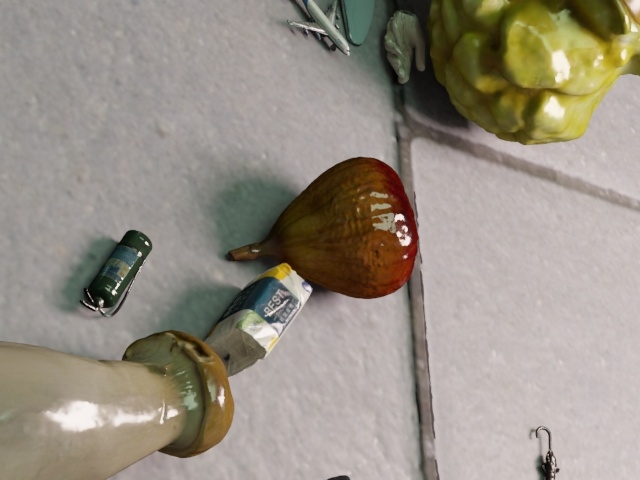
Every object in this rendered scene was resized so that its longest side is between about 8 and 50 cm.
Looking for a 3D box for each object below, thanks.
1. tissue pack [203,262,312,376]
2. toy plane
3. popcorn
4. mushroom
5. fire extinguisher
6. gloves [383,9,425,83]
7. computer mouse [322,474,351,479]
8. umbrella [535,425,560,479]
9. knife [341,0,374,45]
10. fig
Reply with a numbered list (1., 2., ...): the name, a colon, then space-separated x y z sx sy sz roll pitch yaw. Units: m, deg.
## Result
1. tissue pack: -0.051 0.062 1.305 0.042 0.062 0.083 47 47 -13
2. toy plane: 0.000 -0.204 1.523 0.078 0.024 0.084 -35 96 -45
3. popcorn: 0.223 -0.224 1.565 0.258 0.270 0.224 57 -3 35
4. mushroom: -0.210 0.121 1.108 0.350 0.128 0.128 -5 69 -43
5. fire extinguisher: -0.157 0.030 1.267 0.038 0.025 0.083 59 41 -28
6. gloves: 0.082 -0.188 1.568 0.044 0.037 0.081 12 67 -2
7. computer mouse: 0.025 0.267 1.251 0.106 0.062 0.192 26 54 -25
8. umbrella: 0.203 0.221 1.451 0.022 0.013 0.122 10 60 -20
9. knife: 0.021 -0.306 1.598 0.063 0.035 0.260 1 71 -45
10. fig: 0.012 0.005 1.382 0.119 0.153 0.119 57 4 -6
